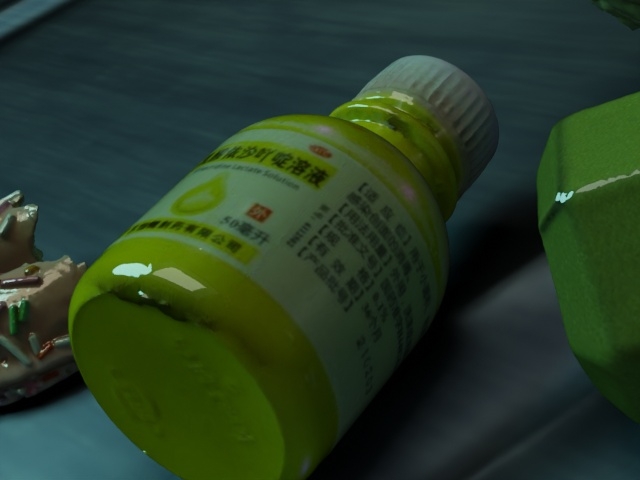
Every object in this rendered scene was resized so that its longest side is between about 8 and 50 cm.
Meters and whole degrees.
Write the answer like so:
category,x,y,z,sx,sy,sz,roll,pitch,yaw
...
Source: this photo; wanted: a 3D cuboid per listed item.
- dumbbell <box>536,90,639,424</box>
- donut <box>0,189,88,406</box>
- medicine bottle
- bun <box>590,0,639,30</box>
category,x,y,z,sx,sy,sz,roll,pitch,yaw
dumbbell,0.227,-0.024,0.508,0.302,0.121,0.108,-16,56,20
donut,-0.179,0.037,0.813,0.117,0.065,0.166,-35,25,-20
medicine bottle,0.000,0.000,0.653,0.122,0.122,0.212,-1,35,41
bun,0.250,-0.182,0.621,0.326,0.234,0.362,-14,-13,-21
